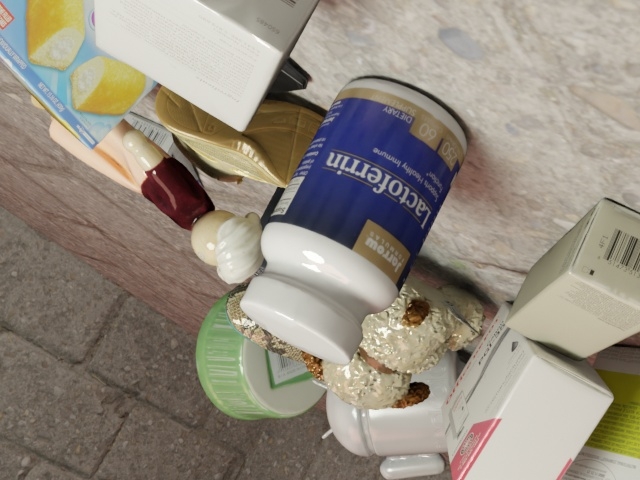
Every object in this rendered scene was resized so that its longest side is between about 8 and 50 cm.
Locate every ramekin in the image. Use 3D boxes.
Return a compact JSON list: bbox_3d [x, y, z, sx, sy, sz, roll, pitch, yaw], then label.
[{"bbox_3d":[-0.107,0.248,1.944,0.303,0.304,0.148,38,154,-32],"label":"ramekin"}]

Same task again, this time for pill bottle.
[{"bbox_3d":[0.032,-0.019,0.905,0.153,0.265,0.153,25,164,8],"label":"pill bottle"}]

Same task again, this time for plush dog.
[{"bbox_3d":[0.097,0.156,1.320,0.262,0.225,0.211,28,-159,-5],"label":"plush dog"}]

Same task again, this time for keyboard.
[{"bbox_3d":[-0.100,-0.200,1.005,0.108,0.023,0.180,30,165,-34],"label":"keyboard"}]

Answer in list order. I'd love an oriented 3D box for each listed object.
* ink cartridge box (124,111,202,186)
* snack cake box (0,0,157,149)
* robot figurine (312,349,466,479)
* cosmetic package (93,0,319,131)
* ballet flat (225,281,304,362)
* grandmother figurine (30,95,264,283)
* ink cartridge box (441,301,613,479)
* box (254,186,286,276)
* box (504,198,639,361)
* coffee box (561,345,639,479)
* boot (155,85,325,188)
[{"bbox_3d":[-0.315,-0.153,1.465,0.223,0.045,0.224,24,164,12],"label":"ink cartridge box"},{"bbox_3d":[-0.270,-0.231,0.923,0.089,0.152,0.264,39,171,26],"label":"snack cake box"},{"bbox_3d":[0.163,0.314,1.723,0.353,0.300,0.200,-7,178,13],"label":"robot figurine"},{"bbox_3d":[-0.077,-0.208,0.699,0.151,0.151,0.183,30,163,-7],"label":"cosmetic package"},{"bbox_3d":[0.038,0.191,1.830,0.482,0.164,0.182,31,143,-32],"label":"ballet flat"},{"bbox_3d":[-0.203,-0.074,1.114,0.342,0.104,0.208,41,-177,11],"label":"grandmother figurine"},{"bbox_3d":[0.268,0.226,1.216,0.117,0.207,0.283,28,-170,-1],"label":"ink cartridge box"},{"bbox_3d":[0.000,0.000,1.219,0.158,0.156,0.093,19,163,27],"label":"box"},{"bbox_3d":[0.305,0.055,1.002,0.113,0.094,0.275,27,165,4],"label":"box"},{"bbox_3d":[0.536,0.372,1.170,0.337,0.335,0.338,35,163,-24],"label":"coffee box"},{"bbox_3d":[-0.072,-0.109,1.102,0.261,0.095,0.203,20,172,-3],"label":"boot"}]
